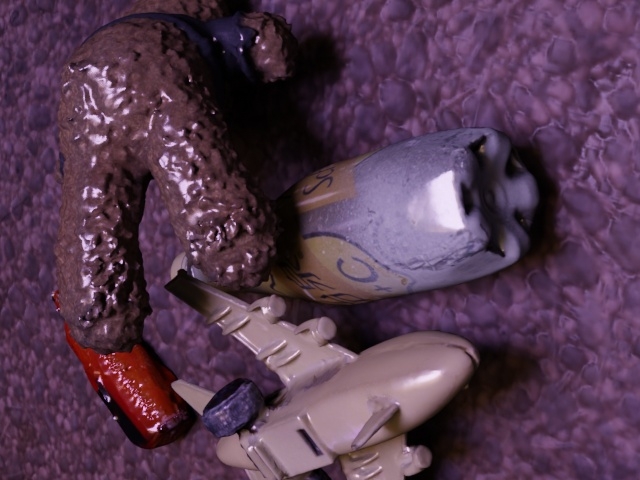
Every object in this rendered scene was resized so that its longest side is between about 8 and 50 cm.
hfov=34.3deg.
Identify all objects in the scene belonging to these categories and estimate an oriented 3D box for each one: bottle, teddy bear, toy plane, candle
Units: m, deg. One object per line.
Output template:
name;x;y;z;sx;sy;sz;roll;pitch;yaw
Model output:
bottle;0.000;0.000;0.610;0.269;0.083;0.083;-14;87;44
teddy bear;-0.095;-0.072;0.602;0.181;0.129;0.251;-20;45;13
toy plane;0.000;0.101;0.595;0.229;0.092;0.244;54;145;-6
candle;-0.154;0.090;0.780;0.053;0.048;0.162;-43;64;-2
